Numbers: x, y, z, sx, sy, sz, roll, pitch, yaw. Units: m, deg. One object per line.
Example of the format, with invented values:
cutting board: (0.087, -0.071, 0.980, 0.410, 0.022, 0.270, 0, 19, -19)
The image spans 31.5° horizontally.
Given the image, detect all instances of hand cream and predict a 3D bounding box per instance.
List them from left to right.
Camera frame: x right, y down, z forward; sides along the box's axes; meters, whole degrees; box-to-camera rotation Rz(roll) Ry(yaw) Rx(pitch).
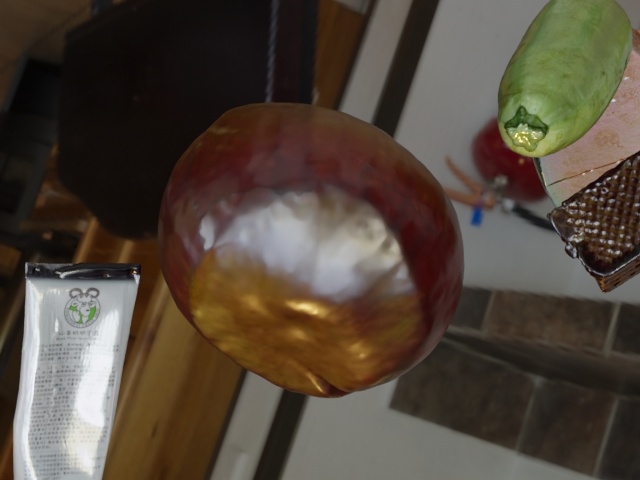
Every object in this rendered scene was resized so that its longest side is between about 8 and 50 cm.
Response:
hand cream: (-0.267, 0.185, 1.193, 0.121, 0.336, 0.076, 3, -170, -32)

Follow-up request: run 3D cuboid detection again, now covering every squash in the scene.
squash: (0.244, -0.160, 1.153, 0.118, 0.118, 0.370, 17, -145, 13)

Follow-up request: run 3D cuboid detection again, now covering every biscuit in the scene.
biscuit: (0.447, -0.086, 1.289, 0.107, 0.388, 0.073, 59, -173, 25)

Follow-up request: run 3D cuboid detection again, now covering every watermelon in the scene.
watermelon: (0.405, -0.187, 1.673, 0.319, 0.292, 0.222, 18, -148, -21)

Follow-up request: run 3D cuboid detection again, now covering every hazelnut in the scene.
hazelnut: (0.000, 0.000, 1.522, 0.429, 0.402, 0.402, 33, 168, -16)
